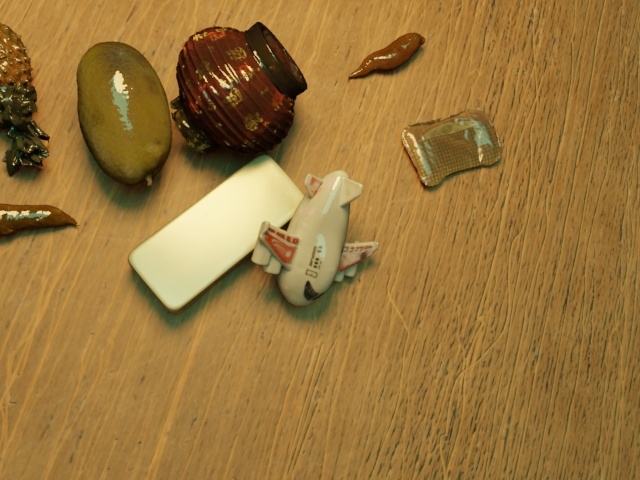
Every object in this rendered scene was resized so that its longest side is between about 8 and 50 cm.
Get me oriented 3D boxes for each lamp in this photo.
[{"bbox_3d":[-0.150,-0.258,0.984,0.247,0.247,0.247,3,77,-12],"label":"lamp"}]

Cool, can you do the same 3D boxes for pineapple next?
[{"bbox_3d":[-0.527,-0.238,0.950,0.125,0.125,0.251,-19,87,-16],"label":"pineapple"}]

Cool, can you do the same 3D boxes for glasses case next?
[{"bbox_3d":[-0.177,-0.015,0.997,0.313,0.070,0.131,-41,88,-18],"label":"glasses case"}]

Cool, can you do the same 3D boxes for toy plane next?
[{"bbox_3d":[-0.002,-0.001,0.974,0.252,0.118,0.252,-16,121,-29],"label":"toy plane"}]

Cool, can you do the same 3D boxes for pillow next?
[{"bbox_3d":[0.275,-0.199,1.159,0.211,0.034,0.135,-21,81,-18],"label":"pillow"}]

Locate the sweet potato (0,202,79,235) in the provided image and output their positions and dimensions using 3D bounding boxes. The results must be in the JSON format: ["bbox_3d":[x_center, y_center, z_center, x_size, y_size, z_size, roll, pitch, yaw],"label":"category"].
[{"bbox_3d":[-0.546,-0.029,0.923,0.273,0.067,0.067,-7,79,-19],"label":"sweet potato"}]

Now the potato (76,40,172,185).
[{"bbox_3d":[-0.330,-0.205,0.949,0.159,0.174,0.251,-20,84,4],"label":"potato"}]

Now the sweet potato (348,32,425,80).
[{"bbox_3d":[0.137,-0.377,1.161,0.195,0.056,0.056,-28,85,-11],"label":"sweet potato"}]
